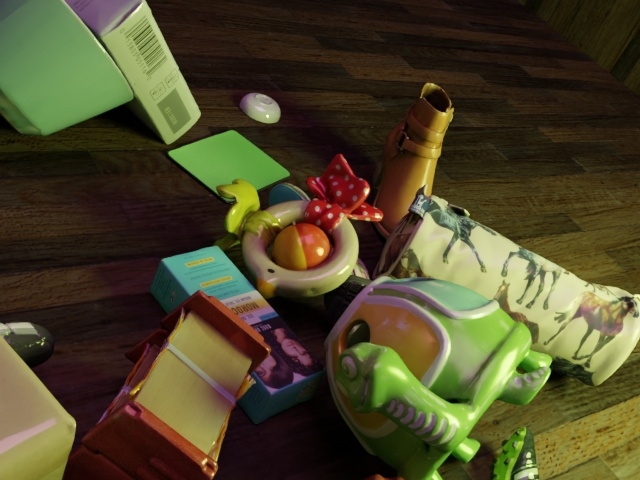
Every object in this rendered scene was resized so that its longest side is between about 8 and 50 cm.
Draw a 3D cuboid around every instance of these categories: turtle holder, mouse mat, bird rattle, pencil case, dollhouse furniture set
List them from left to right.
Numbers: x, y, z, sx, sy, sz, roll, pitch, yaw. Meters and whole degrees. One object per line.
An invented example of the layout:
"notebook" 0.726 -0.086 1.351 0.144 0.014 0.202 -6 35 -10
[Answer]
"mouse mat" -0.154 -0.130 1.412 0.152 0.007 0.189 38 36 16
"dollhouse furniture set" -0.065 0.256 0.869 0.374 0.152 0.201 42 32 -9
"bird rattle" -0.027 -0.003 1.177 0.253 0.143 0.207 -4 51 -16
"turtle holder" 0.110 0.169 0.981 0.227 0.243 0.320 40 40 14
"pencil case" 0.297 0.073 1.293 0.410 0.184 0.160 26 -9 0

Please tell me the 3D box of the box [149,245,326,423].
"box" -0.110 0.115 1.065 0.100 0.060 0.244 -15 52 -45

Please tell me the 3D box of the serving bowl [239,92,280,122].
"serving bowl" -0.113 -0.262 1.596 0.083 0.027 0.083 19 34 -13

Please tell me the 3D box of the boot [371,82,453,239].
"boot" 0.179 -0.128 1.442 0.109 0.220 0.283 18 35 -14

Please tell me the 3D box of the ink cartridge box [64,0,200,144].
"ink cartridge box" -0.378 -0.359 1.319 0.091 0.308 0.385 -44 69 -10

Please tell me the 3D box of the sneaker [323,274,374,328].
"sneaker" 0.133 0.131 1.194 0.286 0.109 0.130 31 23 -5

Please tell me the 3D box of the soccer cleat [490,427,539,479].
"soccer cleat" 0.257 0.319 1.054 0.072 0.060 0.179 34 40 -6

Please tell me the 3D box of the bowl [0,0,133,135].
"bowl" -0.438 -0.272 1.195 0.311 0.311 0.163 41 78 20

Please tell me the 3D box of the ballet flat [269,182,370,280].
"ballet flat" 0.000 0.000 1.296 0.221 0.077 0.079 50 22 23

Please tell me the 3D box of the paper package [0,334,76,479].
"paper package" -0.405 0.152 0.619 0.309 0.168 0.324 42 44 22

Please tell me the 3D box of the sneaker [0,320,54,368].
"sneaker" -0.366 0.166 0.815 0.228 0.086 0.132 -12 54 -30
